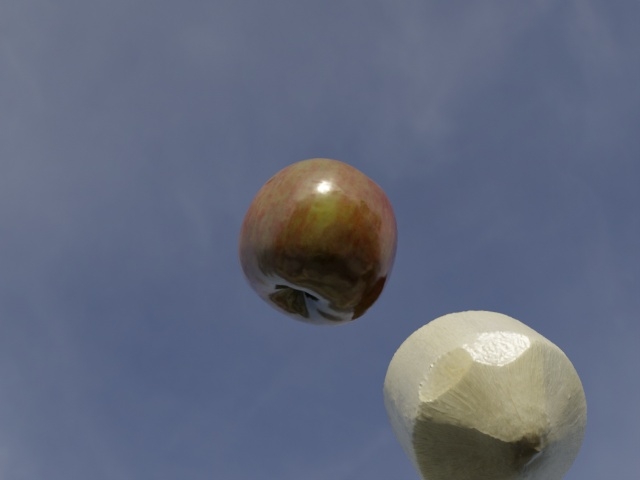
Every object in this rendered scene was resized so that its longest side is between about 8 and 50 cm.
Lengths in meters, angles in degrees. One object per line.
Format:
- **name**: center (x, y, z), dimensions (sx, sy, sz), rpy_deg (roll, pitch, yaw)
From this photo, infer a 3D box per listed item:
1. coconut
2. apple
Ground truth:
- **coconut**: center (0.210, 0.215, 1.589), dimensions (0.237, 0.266, 0.237), rpy_deg (-3, -74, -9)
- **apple**: center (0.000, 0.000, 1.486), dimensions (0.188, 0.174, 0.188), rpy_deg (20, -23, 9)
